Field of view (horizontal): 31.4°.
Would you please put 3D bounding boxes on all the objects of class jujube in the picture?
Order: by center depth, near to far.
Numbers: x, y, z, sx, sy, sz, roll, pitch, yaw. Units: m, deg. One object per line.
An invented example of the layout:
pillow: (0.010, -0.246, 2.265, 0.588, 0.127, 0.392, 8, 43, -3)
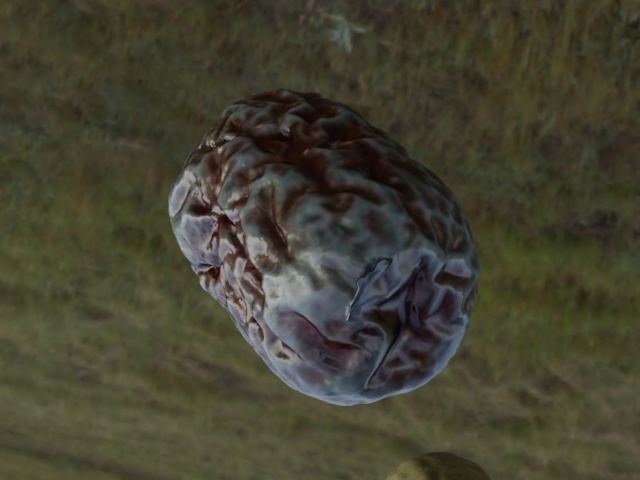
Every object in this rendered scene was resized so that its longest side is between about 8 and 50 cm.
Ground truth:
jujube: (0.000, 0.000, 0.959, 0.226, 0.226, 0.317, 18, -166, -31)

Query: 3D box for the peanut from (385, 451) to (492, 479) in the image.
peanut: (0.099, 0.223, 0.815, 0.124, 0.123, 0.256, 12, -177, -3)
